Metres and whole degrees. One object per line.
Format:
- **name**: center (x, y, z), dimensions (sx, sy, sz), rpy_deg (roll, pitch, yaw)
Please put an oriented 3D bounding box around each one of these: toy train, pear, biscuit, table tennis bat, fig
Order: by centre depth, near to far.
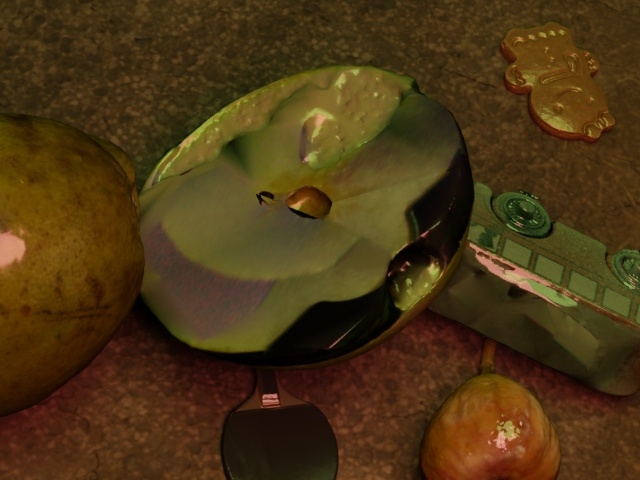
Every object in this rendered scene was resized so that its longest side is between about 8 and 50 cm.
- **pear**: center (-0.372, 0.030, 1.853), dimensions (0.413, 0.352, 0.352), rpy_deg (-20, 65, -11)
- **fig**: center (0.192, 0.194, 1.985), dimensions (0.159, 0.159, 0.257), rpy_deg (12, 41, -3)
- **table tennis bat**: center (-0.050, 0.208, 1.988), dimensions (0.130, 0.019, 0.220), rpy_deg (-4, 62, -14)
- **pear**: center (-0.001, 0.000, 1.992), dimensions (0.399, 0.165, 0.398), rpy_deg (-12, 53, 16)
- **toy train**: center (0.277, 0.062, 2.041), dimensions (0.326, 0.129, 0.159), rpy_deg (26, 40, -2)
- **biscuit**: center (0.303, -0.207, 2.294), dimensions (0.133, 0.027, 0.184), rpy_deg (-1, 60, -12)
